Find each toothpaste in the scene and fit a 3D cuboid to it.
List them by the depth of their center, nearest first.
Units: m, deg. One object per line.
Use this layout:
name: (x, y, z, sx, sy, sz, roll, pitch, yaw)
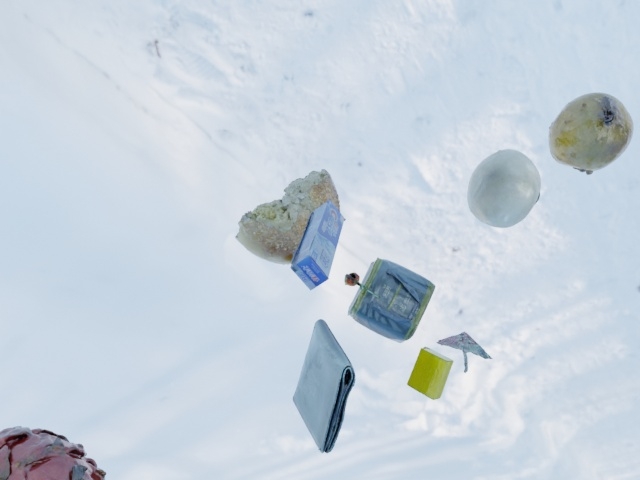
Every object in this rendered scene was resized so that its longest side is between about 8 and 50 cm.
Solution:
toothpaste: (0.000, 0.000, 1.221, 0.053, 0.272, 0.066, -36, 105, 22)

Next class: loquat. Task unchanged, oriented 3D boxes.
loquat: (0.565, -0.218, 1.270, 0.172, 0.149, 0.204, -36, 150, -17)

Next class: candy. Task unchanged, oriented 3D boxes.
candy: (0.141, 0.153, 2.004, 0.056, 0.185, 0.049, -38, 126, -16)
candy: (0.654, -0.194, 2.191, 0.296, 0.295, 0.185, -25, 151, 28)

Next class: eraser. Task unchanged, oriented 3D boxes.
eraser: (0.316, 0.381, 1.738, 0.097, 0.122, 0.045, 26, -169, 38)

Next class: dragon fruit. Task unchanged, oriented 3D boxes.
dragon fruit: (-0.428, 0.395, 0.861, 0.299, 0.244, 0.244, 19, 148, 4)

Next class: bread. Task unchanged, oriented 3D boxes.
bread: (-0.058, -0.038, 1.527, 0.314, 0.191, 0.171, -34, -160, -36)

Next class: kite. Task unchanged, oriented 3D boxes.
kite: (0.345, 0.264, 1.444, 0.139, 0.156, 0.011, 13, 120, 4)

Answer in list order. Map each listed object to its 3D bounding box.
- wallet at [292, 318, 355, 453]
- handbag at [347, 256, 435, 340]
wallet: (0.006, 0.401, 1.691, 0.054, 0.251, 0.290, 6, 112, -23)
handbag: (0.253, 0.215, 2.183, 0.241, 0.262, 0.222, 25, 169, 2)
